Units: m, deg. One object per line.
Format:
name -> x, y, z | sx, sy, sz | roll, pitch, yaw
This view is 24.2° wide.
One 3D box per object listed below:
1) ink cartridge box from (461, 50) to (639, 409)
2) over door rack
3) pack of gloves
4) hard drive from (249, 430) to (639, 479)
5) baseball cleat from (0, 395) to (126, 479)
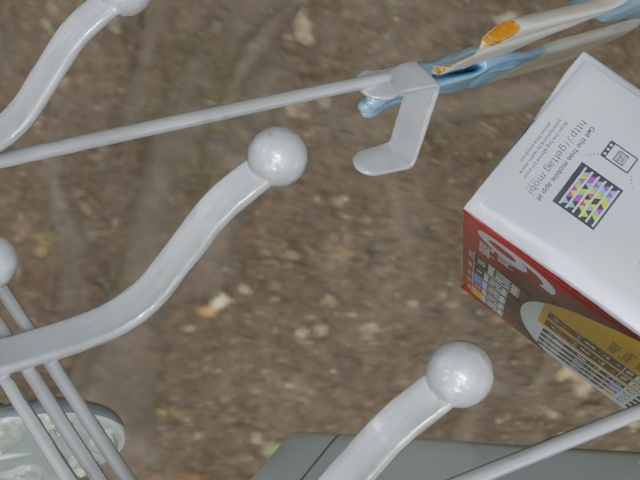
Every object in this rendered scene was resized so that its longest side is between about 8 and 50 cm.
ink cartridge box -> 0.239, 0.039, 1.017 | 0.272, 0.309, 0.130 | 37, 85, 11
over door rack -> 0.000, 0.000, 0.576 | 0.239, 0.324, 0.108 | 50, 128, 32
pack of gloves -> 0.138, -0.142, 0.958 | 0.195, 0.232, 0.046 | -21, 88, 54
hard drive -> 0.113, 0.176, 0.816 | 0.353, 0.233, 0.047 | 1, 107, 20
baseball cleat -> -0.237, 0.122, 1.016 | 0.206, 0.072, 0.109 | -8, 37, -5
